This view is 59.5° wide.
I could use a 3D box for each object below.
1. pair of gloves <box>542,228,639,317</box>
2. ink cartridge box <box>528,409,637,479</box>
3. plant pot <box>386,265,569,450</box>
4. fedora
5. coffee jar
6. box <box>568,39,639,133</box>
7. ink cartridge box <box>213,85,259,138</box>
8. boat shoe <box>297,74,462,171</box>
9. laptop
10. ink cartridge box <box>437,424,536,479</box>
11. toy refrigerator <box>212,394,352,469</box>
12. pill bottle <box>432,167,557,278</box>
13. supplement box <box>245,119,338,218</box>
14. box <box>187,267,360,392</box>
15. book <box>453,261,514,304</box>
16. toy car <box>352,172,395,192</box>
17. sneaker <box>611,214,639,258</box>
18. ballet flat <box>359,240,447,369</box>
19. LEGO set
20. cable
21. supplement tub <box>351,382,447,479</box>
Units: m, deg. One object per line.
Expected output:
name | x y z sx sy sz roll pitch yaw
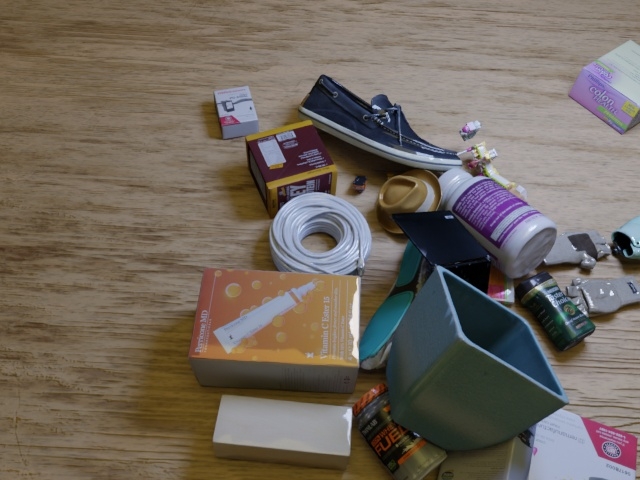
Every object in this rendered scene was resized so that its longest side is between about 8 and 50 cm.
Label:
pair of gloves | 0.670 0.080 1.412 0.204 0.042 0.240 -15 60 -16
ink cartridge box | 0.464 0.496 1.076 0.226 0.131 0.306 18 56 9
plant pot | 0.262 0.253 1.080 0.247 0.252 0.248 31 24 -14
fedora | 0.213 -0.113 1.445 0.194 0.079 0.194 -17 60 33
coffee jar | 0.552 0.163 1.328 0.096 0.079 0.184 -22 60 -21
box | 0.956 -0.483 1.750 0.243 0.117 0.213 -31 63 -22
ink cartridge box | -0.252 -0.382 1.662 0.109 0.063 0.151 -12 58 -10
boat shoe | 0.169 -0.323 1.558 0.500 0.156 0.187 28 16 18
laptop | 0.273 0.074 1.283 0.234 0.265 0.136 -6 14 -42
ink cartridge box | 0.316 0.430 1.082 0.065 0.185 0.311 37 56 -15
toy refrigerator | -0.075 0.394 1.145 0.269 0.094 0.102 5 50 0
pill bottle | 0.420 -0.056 1.401 0.169 0.169 0.301 -28 50 -19
supplement box | -0.079 -0.193 1.506 0.191 0.129 0.194 -17 59 -14
box | -0.091 0.198 1.225 0.345 0.168 0.215 3 57 0
book | 0.404 0.107 1.389 0.144 0.035 0.096 6 60 2
toy car | 0.147 -0.153 1.542 0.122 0.041 0.060 -2 36 -1
sneaker | 0.855 0.048 1.407 0.151 0.094 0.256 -20 50 -22
ballet flat | 0.225 0.143 1.306 0.147 0.147 0.409 23 59 12
LEGO set | 0.442 -0.179 1.530 0.107 0.132 0.287 -21 66 -5
cable | 0.000 0.000 1.408 0.257 0.089 0.257 13 56 7
supplement tub | 0.155 0.394 1.138 0.117 0.117 0.190 -32 63 -21
